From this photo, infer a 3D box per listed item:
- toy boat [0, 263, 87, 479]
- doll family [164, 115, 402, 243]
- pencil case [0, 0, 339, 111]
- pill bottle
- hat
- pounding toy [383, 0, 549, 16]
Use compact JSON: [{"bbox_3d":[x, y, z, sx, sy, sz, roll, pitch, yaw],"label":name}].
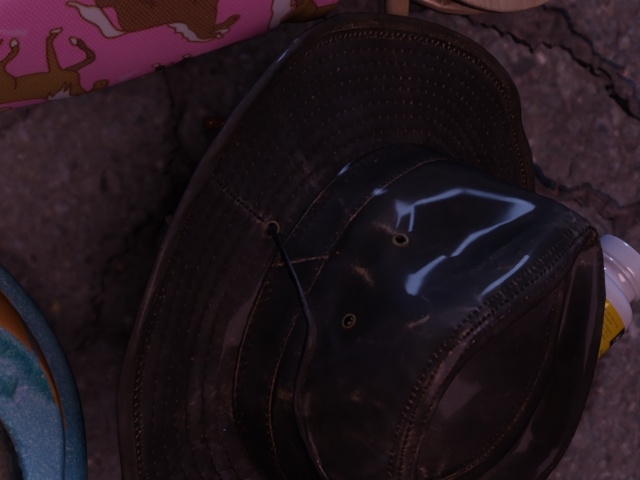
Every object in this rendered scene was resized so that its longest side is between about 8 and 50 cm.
[{"bbox_3d":[-0.142,0.104,0.665,0.318,0.268,0.148,16,136,-40],"label":"toy boat"},{"bbox_3d":[0.000,0.000,0.767,0.111,0.076,0.193,-44,116,11],"label":"doll family"},{"bbox_3d":[-0.180,-0.151,0.636,0.386,0.167,0.160,-18,131,-18],"label":"pencil case"},{"bbox_3d":[0.162,0.051,0.841,0.116,0.065,0.065,-43,110,-9],"label":"pill bottle"},{"bbox_3d":[0.060,0.047,0.648,0.331,0.134,0.331,-11,105,-44],"label":"hat"},{"bbox_3d":[0.088,-0.207,0.726,0.154,0.155,0.270,-2,99,-15],"label":"pounding toy"}]
